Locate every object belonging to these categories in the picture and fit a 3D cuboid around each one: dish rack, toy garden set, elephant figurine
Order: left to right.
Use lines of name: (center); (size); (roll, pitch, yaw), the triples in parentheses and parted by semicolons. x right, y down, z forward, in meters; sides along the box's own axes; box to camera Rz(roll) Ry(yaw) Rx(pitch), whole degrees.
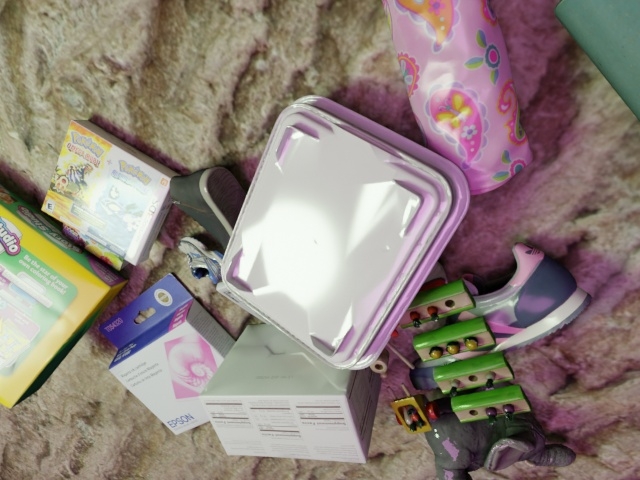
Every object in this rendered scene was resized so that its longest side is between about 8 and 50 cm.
dish rack: (0.000, 0.000, 0.543); (0.286, 0.072, 0.332); (33, 112, 18)
toy garden set: (0.166, 0.196, 0.600); (0.204, 0.049, 0.244); (-25, 108, 28)
elephant figurine: (0.314, 0.337, 0.715); (0.240, 0.186, 0.169); (-18, 68, 13)

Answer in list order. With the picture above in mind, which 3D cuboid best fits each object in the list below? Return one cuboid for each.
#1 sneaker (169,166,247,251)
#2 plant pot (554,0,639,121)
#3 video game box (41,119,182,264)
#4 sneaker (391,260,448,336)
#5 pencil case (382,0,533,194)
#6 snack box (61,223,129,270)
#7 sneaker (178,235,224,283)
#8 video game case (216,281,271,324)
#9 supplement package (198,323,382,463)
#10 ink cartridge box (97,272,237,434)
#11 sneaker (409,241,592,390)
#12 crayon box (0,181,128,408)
sneaker: (-0.166, -0.029, 0.706); (0.118, 0.083, 0.222); (5, 130, 39)
plant pot: (0.408, -0.175, 0.314); (0.334, 0.341, 0.341); (45, 121, 1)
video game box: (-0.376, -0.084, 0.726); (0.205, 0.048, 0.187); (30, 106, 0)
sneaker: (0.079, 0.122, 0.664); (0.279, 0.107, 0.118); (-25, 117, 13)
pencil case: (0.166, -0.196, 0.484); (0.124, 0.124, 0.284); (-17, 112, 24)
snack box: (-0.440, -0.018, 0.807); (0.141, 0.037, 0.100); (32, 119, -1)
sneaker: (-0.221, 0.036, 0.734); (0.135, 0.058, 0.052); (22, 157, 32)
video game case: (-0.083, 0.102, 0.733); (0.143, 0.019, 0.157); (-19, 137, 25)
supplement package: (-0.039, 0.261, 0.733); (0.262, 0.204, 0.145); (-8, 112, 21)
ink cartridge box: (-0.332, 0.276, 0.913); (0.324, 0.071, 0.330); (-33, 105, 29)
sneaker: (0.244, 0.127, 0.650); (0.319, 0.112, 0.131); (-44, 78, 30)
crayon box: (-0.647, 0.095, 0.814); (0.363, 0.106, 0.313); (40, 89, -6)
